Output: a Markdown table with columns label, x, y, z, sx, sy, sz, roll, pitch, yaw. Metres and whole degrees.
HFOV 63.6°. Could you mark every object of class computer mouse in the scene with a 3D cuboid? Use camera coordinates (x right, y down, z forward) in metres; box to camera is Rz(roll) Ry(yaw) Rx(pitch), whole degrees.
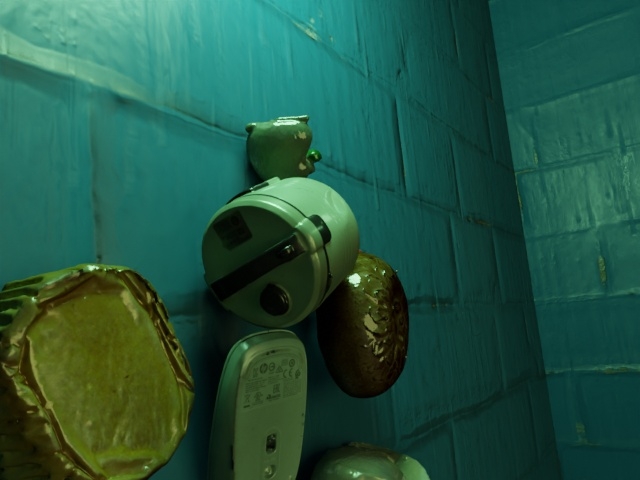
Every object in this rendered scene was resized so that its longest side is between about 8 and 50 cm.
| label | x | y | z | sx | sy | sz | roll | pitch | yaw |
| --- | --- | --- | --- | --- | --- | --- | --- | --- | --- |
| computer mouse | -0.103 | 0.278 | 0.795 | 0.160 | 0.097 | 0.288 | 1 | 92 | -45 |

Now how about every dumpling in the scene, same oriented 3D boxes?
| label | x | y | z | sx | sy | sz | roll | pitch | yaw |
| --- | --- | --- | --- | --- | --- | --- | --- | --- | --- |
| dumpling | 0.092 | 0.451 | 0.933 | 0.243 | 0.227 | 0.175 | -70 | 150 | -43 |

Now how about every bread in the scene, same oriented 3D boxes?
| label | x | y | z | sx | sy | sz | roll | pitch | yaw |
| --- | --- | --- | --- | --- | --- | --- | --- | --- | --- |
| bread | -0.268 | 0.153 | 0.582 | 0.227 | 0.143 | 0.253 | -25 | 99 | -54 |

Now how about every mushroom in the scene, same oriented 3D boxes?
| label | x | y | z | sx | sy | sz | roll | pitch | yaw |
| --- | --- | --- | --- | --- | --- | --- | --- | --- | --- |
| mushroom | 0.089 | 0.162 | 1.018 | 0.278 | 0.163 | 0.297 | 74 | 21 | -49 |

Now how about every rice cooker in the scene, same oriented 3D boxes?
| label | x | y | z | sx | sy | sz | roll | pitch | yaw |
| --- | --- | --- | --- | --- | --- | --- | --- | --- | --- |
| rice cooker | -0.066 | 0.015 | 0.839 | 0.244 | 0.226 | 0.226 | -43 | 116 | -58 |

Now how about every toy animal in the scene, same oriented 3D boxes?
| label | x | y | z | sx | sy | sz | roll | pitch | yaw |
| --- | --- | --- | --- | --- | --- | --- | --- | --- | --- |
| toy animal | -0.064 | -0.108 | 0.994 | 0.125 | 0.127 | 0.251 | -43 | 129 | -70 |

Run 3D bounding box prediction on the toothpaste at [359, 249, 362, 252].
| label | x | y | z | sx | sy | sz | roll | pitch | yaw |
| --- | --- | --- | --- | --- | --- | --- | --- | --- | --- |
| toothpaste | 0.142 | 0.095 | 1.284 | 0.190 | 0.031 | 0.048 | 46 | 49 | -35 |
